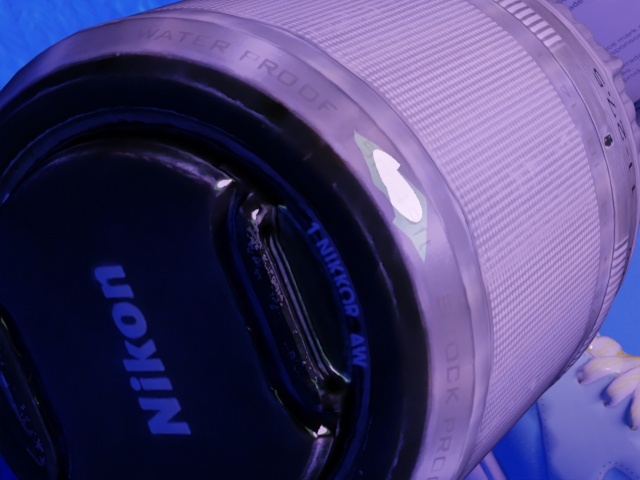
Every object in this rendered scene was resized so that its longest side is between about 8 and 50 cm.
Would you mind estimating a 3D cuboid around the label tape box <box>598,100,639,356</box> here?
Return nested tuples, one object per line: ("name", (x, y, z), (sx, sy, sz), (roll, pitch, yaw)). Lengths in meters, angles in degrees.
("label tape box", (0.258, 0.022, 1.051), (0.241, 0.106, 0.333), (55, 38, -7))

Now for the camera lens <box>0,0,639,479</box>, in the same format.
("camera lens", (0.000, 0.000, 0.650), (0.219, 0.219, 0.274), (58, 32, 0))

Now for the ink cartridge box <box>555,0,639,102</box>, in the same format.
("ink cartridge box", (0.089, -0.235, 0.905), (0.395, 0.285, 0.166), (25, 43, -41))

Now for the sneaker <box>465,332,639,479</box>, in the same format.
("sneaker", (0.167, 0.080, 0.819), (0.127, 0.208, 0.319), (-5, 67, -53))
